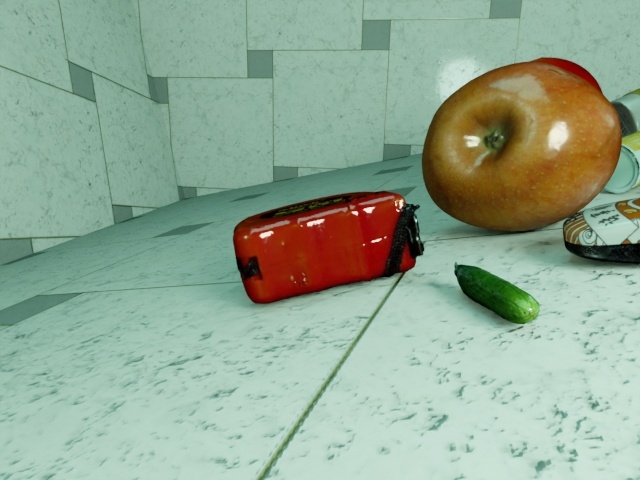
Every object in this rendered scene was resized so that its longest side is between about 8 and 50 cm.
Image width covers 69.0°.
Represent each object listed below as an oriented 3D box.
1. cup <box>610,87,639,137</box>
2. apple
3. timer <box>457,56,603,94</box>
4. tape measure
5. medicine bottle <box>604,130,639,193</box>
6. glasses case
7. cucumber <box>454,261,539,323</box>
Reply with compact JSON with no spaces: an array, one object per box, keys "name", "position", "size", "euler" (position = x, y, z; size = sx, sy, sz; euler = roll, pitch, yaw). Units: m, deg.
[{"name":"cup","position":[0.814,-0.274,1.079],"size":[0.226,0.185,0.241],"euler":[-16,43,4]},{"name":"apple","position":[0.286,-0.135,0.699],"size":[0.272,0.251,0.206],"euler":[18,21,42]},{"name":"timer","position":[0.492,-0.293,1.166],"size":[0.378,0.279,0.378],"euler":[-14,13,3]},{"name":"tape measure","position":[-0.001,0.000,0.691],"size":[0.253,0.113,0.260],"euler":[-13,9,-4]},{"name":"medicine bottle","position":[0.695,-0.198,0.876],"size":[0.426,0.108,0.108],"euler":[-20,14,-18]},{"name":"glasses case","position":[0.403,-0.017,0.486],"size":[0.267,0.067,0.103],"euler":[-5,13,28]},{"name":"cucumber","position":[0.173,0.051,0.472],"size":[0.037,0.037,0.155],"euler":[-13,14,-7]}]
